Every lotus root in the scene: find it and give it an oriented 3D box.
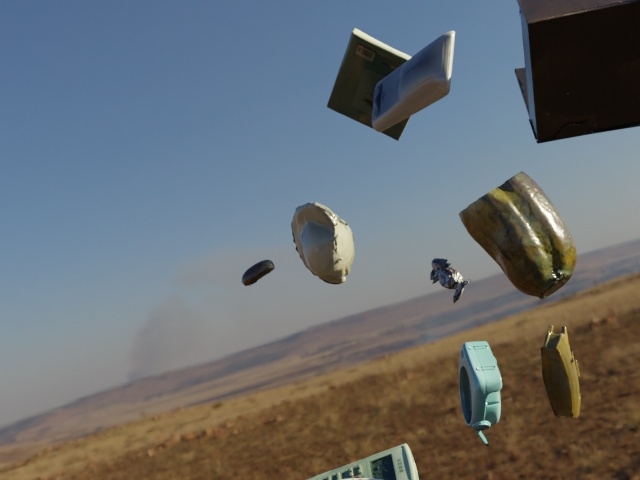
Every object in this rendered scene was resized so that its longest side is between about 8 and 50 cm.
[{"bbox_3d":[-0.141,0.070,1.869,0.083,0.030,0.037,-34,15,8],"label":"lotus root"},{"bbox_3d":[0.576,-0.006,2.422,0.250,0.346,0.250,-30,-14,-8],"label":"lotus root"}]

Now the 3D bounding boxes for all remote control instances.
[{"bbox_3d":[0.162,-0.293,1.595,0.055,0.109,0.313,9,-10,-20],"label":"remote control"},{"bbox_3d":[0.068,0.604,2.054,0.344,0.050,0.145,-22,28,7],"label":"remote control"}]

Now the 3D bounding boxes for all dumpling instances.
[{"bbox_3d":[0.000,0.000,2.005,0.172,0.247,0.142,21,48,26],"label":"dumpling"}]

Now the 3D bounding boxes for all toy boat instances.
[{"bbox_3d":[0.469,0.255,1.642,0.064,0.206,0.072,4,31,36],"label":"toy boat"}]

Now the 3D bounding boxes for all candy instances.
[{"bbox_3d":[0.357,0.109,2.362,0.051,0.094,0.226,7,9,-15],"label":"candy"}]

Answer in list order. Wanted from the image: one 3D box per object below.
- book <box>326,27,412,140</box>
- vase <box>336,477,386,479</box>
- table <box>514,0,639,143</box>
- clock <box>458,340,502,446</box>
[{"bbox_3d":[0.171,-0.459,2.574,0.264,0.031,0.379,27,-27,1],"label":"book"},{"bbox_3d":[0.183,0.597,1.673,0.445,0.250,0.250,-4,-3,18],"label":"vase"},{"bbox_3d":[0.464,-0.369,1.581,0.196,0.251,0.282,-10,36,9],"label":"table"},{"bbox_3d":[0.234,0.231,1.256,0.045,0.147,0.108,-4,30,-1],"label":"clock"}]
